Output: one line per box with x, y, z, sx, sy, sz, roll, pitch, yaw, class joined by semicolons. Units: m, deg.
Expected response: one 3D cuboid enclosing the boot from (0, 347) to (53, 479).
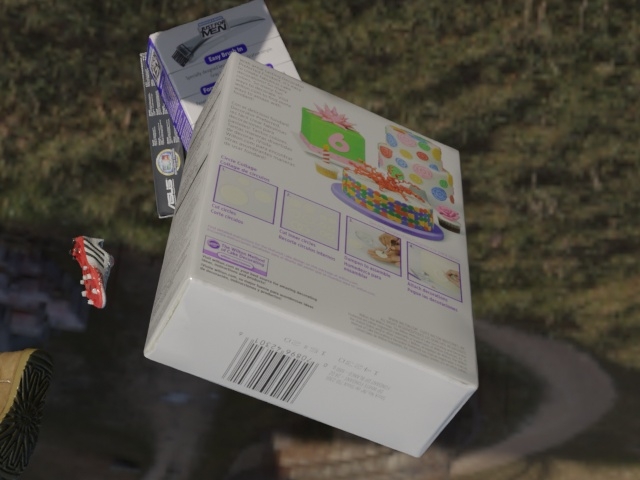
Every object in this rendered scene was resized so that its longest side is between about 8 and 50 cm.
-0.561;0.273;2.003;0.270;0.236;0.089;-3;145;32;boot

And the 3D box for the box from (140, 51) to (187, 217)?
-0.215;-0.175;2.119;0.060;0.270;0.216;-7;-179;19;box

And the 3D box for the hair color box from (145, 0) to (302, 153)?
-0.108;-0.168;1.870;0.185;0.338;0.110;-22;171;-17;hair color box

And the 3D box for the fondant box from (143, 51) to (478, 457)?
0.000;0.000;1.066;0.238;0.330;0.096;22;126;-14;fondant box

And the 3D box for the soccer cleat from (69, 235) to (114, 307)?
-0.201;0.027;1.143;0.036;0.083;0.029;-2;134;-30;soccer cleat
